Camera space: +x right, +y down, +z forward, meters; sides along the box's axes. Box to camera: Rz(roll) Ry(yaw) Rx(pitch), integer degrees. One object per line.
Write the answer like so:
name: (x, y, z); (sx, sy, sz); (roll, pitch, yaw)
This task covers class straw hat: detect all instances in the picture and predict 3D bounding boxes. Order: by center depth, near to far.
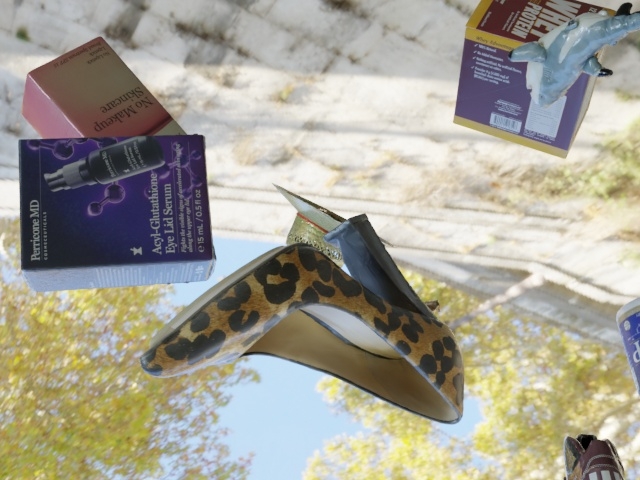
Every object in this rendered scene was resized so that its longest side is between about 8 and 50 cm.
straw hat: (0.000, 0.000, 0.837); (0.144, 0.144, 0.061); (26, -87, -17)

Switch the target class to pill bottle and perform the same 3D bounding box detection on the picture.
pill bottle: (0.467, 0.169, 1.078); (0.112, 0.112, 0.187); (10, -125, -27)

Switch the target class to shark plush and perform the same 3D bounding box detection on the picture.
shark plush: (0.263, -0.185, 0.797); (0.073, 0.161, 0.067); (-27, -87, -46)

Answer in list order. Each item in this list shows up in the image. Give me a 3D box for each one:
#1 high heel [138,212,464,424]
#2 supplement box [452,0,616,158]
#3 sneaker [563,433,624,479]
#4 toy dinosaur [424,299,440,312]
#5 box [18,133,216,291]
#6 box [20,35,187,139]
high heel: (0.007, 0.094, 0.599); (0.261, 0.093, 0.186); (-26, -98, -47)
supplement box: (0.321, -0.261, 1.259); (0.191, 0.194, 0.129); (21, -124, 17)
sneaker: (0.382, 0.364, 1.158); (0.106, 0.281, 0.162); (0, -126, 3)
toy dinosaur: (0.122, 0.124, 1.096); (0.211, 0.112, 0.064); (-70, -30, -61)
box: (-0.230, -0.030, 0.935); (0.207, 0.108, 0.153); (-4, -105, -14)
box: (-0.344, -0.183, 1.323); (0.232, 0.127, 0.148); (48, -123, 3)
